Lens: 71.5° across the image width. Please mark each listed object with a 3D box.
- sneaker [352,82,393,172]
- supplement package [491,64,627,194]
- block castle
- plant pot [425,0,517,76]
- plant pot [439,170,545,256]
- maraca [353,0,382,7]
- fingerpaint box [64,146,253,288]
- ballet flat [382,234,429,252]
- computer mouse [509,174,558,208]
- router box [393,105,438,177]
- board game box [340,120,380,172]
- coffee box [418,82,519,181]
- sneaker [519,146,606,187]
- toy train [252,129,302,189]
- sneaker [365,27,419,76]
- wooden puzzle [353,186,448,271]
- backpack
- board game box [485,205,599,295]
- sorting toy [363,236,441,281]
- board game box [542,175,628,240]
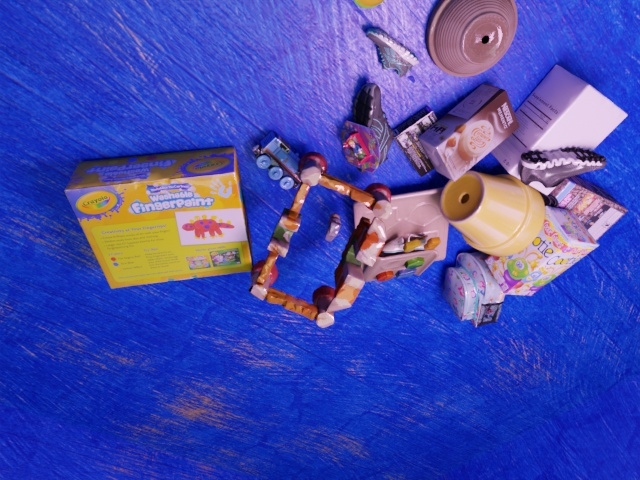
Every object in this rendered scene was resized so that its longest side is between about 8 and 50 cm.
[{"bbox_3d":[0.153,-0.327,1.282,0.106,0.101,0.267,-16,135,-18],"label":"sneaker"},{"bbox_3d":[0.676,-0.318,1.301,0.178,0.175,0.293,23,122,-23],"label":"supplement package"},{"bbox_3d":[0.000,0.000,1.315,0.303,0.213,0.453,23,108,-7],"label":"block castle"},{"bbox_3d":[0.399,-0.527,1.136,0.237,0.109,0.237,-4,129,-5],"label":"plant pot"},{"bbox_3d":[0.503,-0.097,1.357,0.239,0.254,0.254,17,125,-34],"label":"plant pot"},{"bbox_3d":[0.134,-0.626,1.027,0.185,0.099,0.127,-45,134,-5],"label":"maraca"},{"bbox_3d":[-0.448,-0.065,1.336,0.445,0.163,0.371,-8,130,-5],"label":"fingerpaint box"},{"bbox_3d":[0.285,0.007,1.495,0.168,0.057,0.052,-5,106,-10],"label":"ballet flat"},{"bbox_3d":[0.616,-0.081,1.466,0.072,0.188,0.272,9,127,-40],"label":"computer mouse"},{"bbox_3d":[0.315,-0.295,1.347,0.133,0.046,0.179,-33,126,16],"label":"router box"},{"bbox_3d":[0.100,-0.261,1.265,0.033,0.169,0.133,-25,128,-27],"label":"board game box"},{"bbox_3d":[0.426,-0.311,1.278,0.246,0.098,0.141,-41,126,2],"label":"coffee box"},{"bbox_3d":[0.664,-0.197,1.237,0.234,0.078,0.106,-3,131,-1],"label":"sneaker"},{"bbox_3d":[-0.113,-0.232,1.312,0.105,0.080,0.184,-40,124,14],"label":"toy train"},{"bbox_3d":[0.178,-0.487,1.165,0.166,0.065,0.076,25,124,-24],"label":"sneaker"},{"bbox_3d":[0.275,-0.041,1.530,0.322,0.080,0.347,-9,134,-1],"label":"wooden puzzle"},{"bbox_3d":[0.571,0.165,1.643,0.191,0.225,0.253,-3,125,-13],"label":"backpack"},{"bbox_3d":[0.690,0.040,1.411,0.142,0.144,0.275,7,137,-29],"label":"board game box"},{"bbox_3d":[0.282,0.077,1.515,0.229,0.041,0.307,-5,156,-12],"label":"sorting toy"},{"bbox_3d":[0.829,-0.099,1.522,0.291,0.141,0.232,18,123,-22],"label":"board game box"}]
